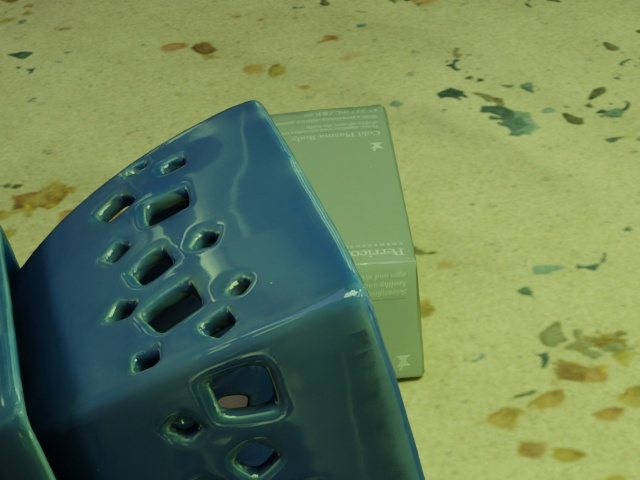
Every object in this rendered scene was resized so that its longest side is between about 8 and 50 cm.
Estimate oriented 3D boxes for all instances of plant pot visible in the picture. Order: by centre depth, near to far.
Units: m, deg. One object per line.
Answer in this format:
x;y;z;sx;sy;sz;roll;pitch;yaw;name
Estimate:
-0.075;0.094;0.844;0.212;0.236;0.236;-19;32;-5;plant pot

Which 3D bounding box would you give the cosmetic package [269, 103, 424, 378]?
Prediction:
0.000;0.000;1.093;0.127;0.107;0.238;-6;28;-2;cosmetic package
